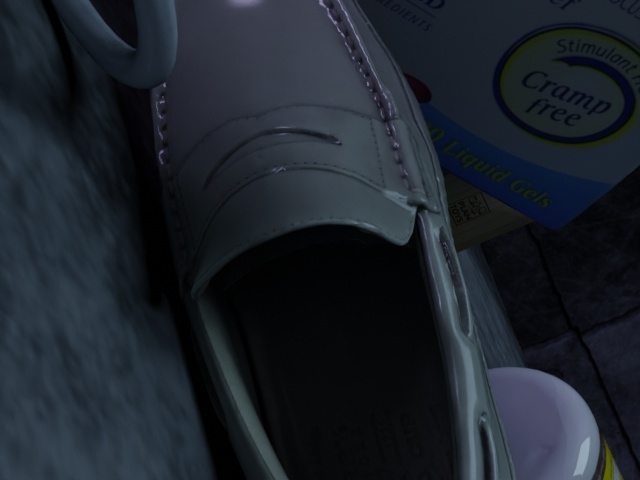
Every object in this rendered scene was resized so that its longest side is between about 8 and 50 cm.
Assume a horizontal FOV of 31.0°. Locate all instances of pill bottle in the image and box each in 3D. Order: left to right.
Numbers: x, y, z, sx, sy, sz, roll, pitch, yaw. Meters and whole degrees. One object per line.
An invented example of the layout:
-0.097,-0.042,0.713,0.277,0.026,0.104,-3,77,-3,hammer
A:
0.123,0.179,0.624,0.215,0.117,0.117,60,12,-30,pill bottle

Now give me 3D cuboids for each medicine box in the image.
0.098,-0.185,0.535,0.263,0.289,0.149,28,48,-14,medicine box

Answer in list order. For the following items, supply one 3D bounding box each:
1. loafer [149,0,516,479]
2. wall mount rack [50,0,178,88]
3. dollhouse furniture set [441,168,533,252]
0.000,0.000,0.424,0.111,0.112,0.320,63,7,-71,loafer
-0.097,-0.239,0.382,0.304,0.130,0.350,29,-37,54,wall mount rack
0.039,-0.096,0.774,0.262,0.135,0.259,55,14,-46,dollhouse furniture set
